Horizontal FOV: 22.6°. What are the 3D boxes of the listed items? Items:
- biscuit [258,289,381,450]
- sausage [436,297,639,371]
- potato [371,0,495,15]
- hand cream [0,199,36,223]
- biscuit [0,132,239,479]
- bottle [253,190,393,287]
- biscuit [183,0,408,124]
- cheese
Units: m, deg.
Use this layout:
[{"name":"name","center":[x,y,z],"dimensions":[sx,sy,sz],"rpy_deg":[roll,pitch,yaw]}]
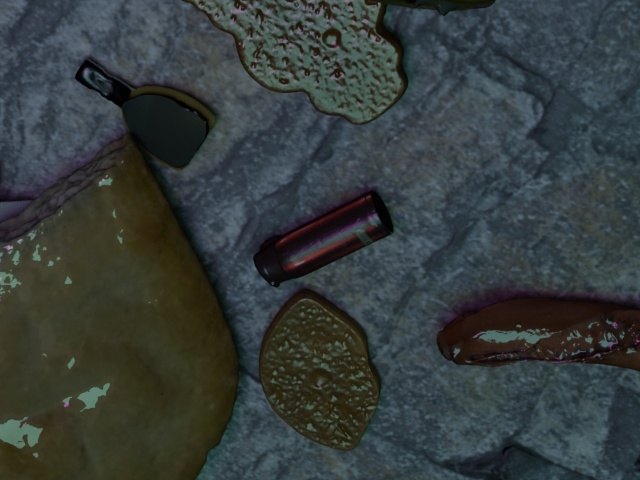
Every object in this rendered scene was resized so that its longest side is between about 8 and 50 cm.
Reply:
[{"name":"biscuit","center":[-0.003,0.161,1.938],"dimensions":[0.142,0.029,0.220],"rpy_deg":[-17,113,10]},{"name":"sausage","center":[0.300,0.113,1.869],"dimensions":[0.327,0.079,0.087],"rpy_deg":[5,99,1]},{"name":"potato","center":[0.063,-0.365,1.620],"dimensions":[0.280,0.213,0.330],"rpy_deg":[28,85,-28]},{"name":"hand cream","center":[-0.412,0.116,1.905],"dimensions":[0.186,0.118,0.358],"rpy_deg":[1,112,-20]},{"name":"biscuit","center":[-0.307,0.165,1.850],"dimensions":[0.429,0.104,0.446],"rpy_deg":[-30,116,-11]},{"name":"bottle","center":[0.000,0.000,1.851],"dimensions":[0.164,0.060,0.060],"rpy_deg":[-26,110,15]},{"name":"biscuit","center":[-0.025,-0.250,1.747],"dimensions":[0.186,0.044,0.295],"rpy_deg":[-35,106,21]},{"name":"cheese","center":[-0.204,-0.149,1.808],"dimensions":[0.162,0.036,0.086],"rpy_deg":[32,115,-10]}]
